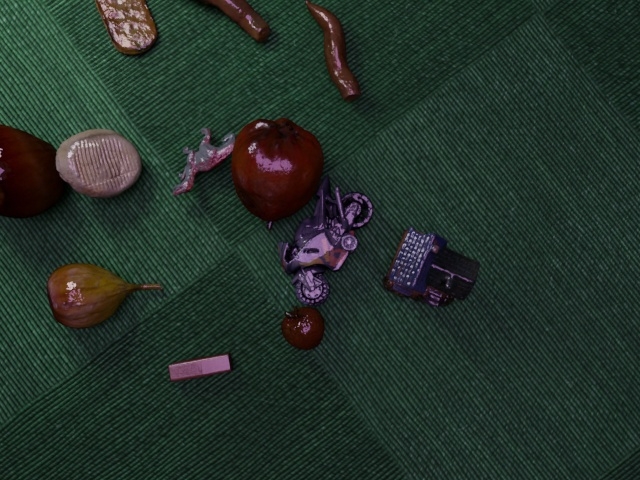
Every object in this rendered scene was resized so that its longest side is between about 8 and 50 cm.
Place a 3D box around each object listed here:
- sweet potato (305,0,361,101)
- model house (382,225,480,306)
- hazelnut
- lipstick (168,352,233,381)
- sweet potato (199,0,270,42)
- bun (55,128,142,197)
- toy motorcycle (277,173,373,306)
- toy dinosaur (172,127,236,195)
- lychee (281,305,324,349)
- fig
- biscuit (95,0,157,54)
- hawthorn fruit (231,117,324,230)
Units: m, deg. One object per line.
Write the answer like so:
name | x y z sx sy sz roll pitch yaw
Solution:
sweet potato | 0.036 -0.483 1.393 0.067 0.059 0.281 -20 82 33
model house | 0.263 0.070 1.305 0.183 0.172 0.166 23 85 0
hazelnut | -0.719 -0.171 1.293 0.252 0.217 0.217 34 86 25
lipstick | -0.288 0.306 1.340 0.146 0.045 0.045 -10 84 -1
sweet potato | -0.286 -0.632 1.376 0.385 0.109 0.109 31 86 0
bun | -0.527 -0.181 1.321 0.188 0.111 0.163 -26 110 -31
toy motorcycle | 0.000 0.000 1.339 0.173 0.108 0.307 28 84 6
toy dinosaur | -0.251 -0.208 1.345 0.242 0.053 0.167 -16 55 15
lychee | -0.039 0.199 1.316 0.101 0.114 0.140 -20 117 -29
fig | -0.506 0.124 1.315 0.257 0.159 0.159 -4 86 -19
biscuit | -0.499 -0.585 1.404 0.119 0.029 0.247 -23 87 -9
hawthorn fruit | -0.108 -0.148 1.300 0.224 0.224 0.260 11 119 0
